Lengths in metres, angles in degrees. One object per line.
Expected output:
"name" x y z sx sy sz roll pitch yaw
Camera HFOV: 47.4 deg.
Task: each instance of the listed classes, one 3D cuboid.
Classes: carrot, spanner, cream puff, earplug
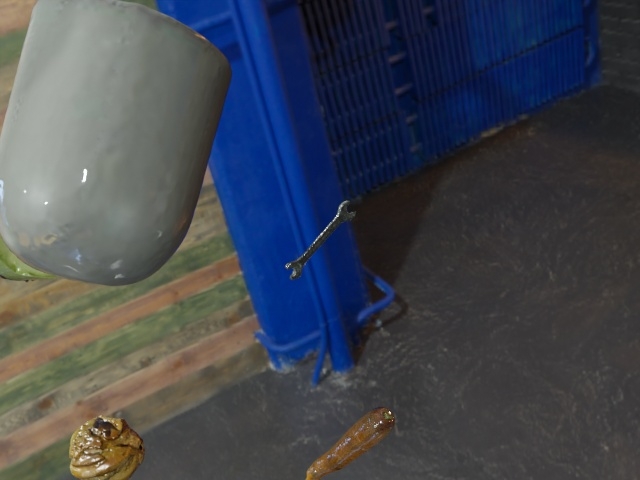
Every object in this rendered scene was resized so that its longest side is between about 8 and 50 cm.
"carrot" 0.053 0.392 1.378 0.248 0.059 0.059 -46 15 28
"spanner" 0.000 0.000 1.900 0.254 0.054 0.015 -48 28 -7
"cream puff" -0.361 0.346 1.210 0.119 0.104 0.133 -36 42 -27
"earplug" -0.333 -0.130 1.128 0.313 0.393 0.312 13 -6 2

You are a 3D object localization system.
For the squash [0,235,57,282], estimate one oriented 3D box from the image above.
"squash" -0.494 -0.031 1.271 0.133 0.220 0.220 5 34 38
